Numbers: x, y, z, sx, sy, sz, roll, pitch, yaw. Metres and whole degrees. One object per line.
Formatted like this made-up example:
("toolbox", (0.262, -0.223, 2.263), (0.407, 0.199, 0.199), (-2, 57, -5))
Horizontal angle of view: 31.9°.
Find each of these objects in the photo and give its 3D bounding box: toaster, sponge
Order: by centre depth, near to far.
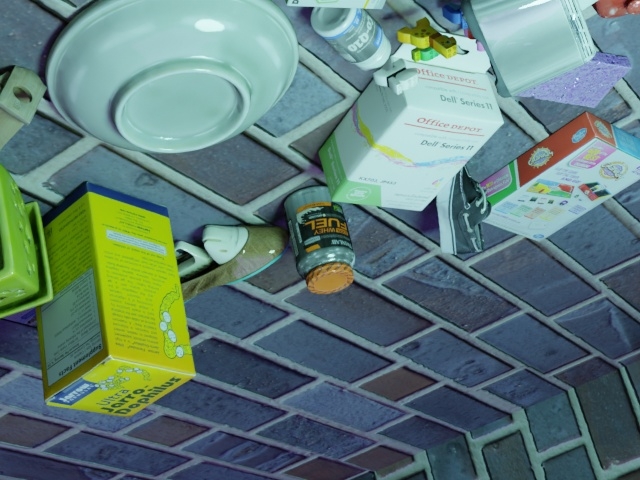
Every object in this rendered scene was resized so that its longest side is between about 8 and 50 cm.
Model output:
("toaster", (0.285, -0.299, 1.544), (0.146, 0.129, 0.227), (-20, 135, 16))
("sponge", (0.443, -0.295, 2.006), (0.210, 0.031, 0.117), (4, 146, -28))

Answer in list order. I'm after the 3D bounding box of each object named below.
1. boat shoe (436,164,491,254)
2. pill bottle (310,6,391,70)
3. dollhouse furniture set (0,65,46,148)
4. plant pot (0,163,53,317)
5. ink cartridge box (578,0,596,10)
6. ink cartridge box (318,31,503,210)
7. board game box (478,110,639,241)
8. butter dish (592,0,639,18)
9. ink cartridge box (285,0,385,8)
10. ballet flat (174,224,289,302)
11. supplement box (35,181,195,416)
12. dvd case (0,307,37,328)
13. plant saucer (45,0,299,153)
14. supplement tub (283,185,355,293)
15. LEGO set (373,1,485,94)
("boat shoe", (0.283, -0.073, 2.191), (0.102, 0.108, 0.301), (5, 141, 13))
("pill bottle", (0.051, -0.322, 1.738), (0.078, 0.078, 0.137), (-26, 149, 21))
("dollhouse furniture set", (-0.541, -0.206, 1.706), (0.161, 0.101, 0.182), (36, 128, -24))
("plant pot", (-0.593, 0.023, 1.923), (0.227, 0.228, 0.207), (-19, 158, 8))
("ink cartridge box", (0.373, -0.427, 1.622), (0.208, 0.153, 0.087), (-33, 144, 28))
("ink cartridge box", (0.171, -0.201, 1.960), (0.207, 0.119, 0.353), (5, 146, -28))
("board game box", (0.493, -0.122, 2.297), (0.242, 0.064, 0.316), (17, 139, -43))
("butter dish", (0.476, -0.403, 1.743), (0.160, 0.118, 0.160), (-21, 150, 10))
("ink cartridge box", (0.005, -0.394, 1.609), (0.209, 0.062, 0.109), (-2, 149, -21))
("ballet flat", (-0.230, 0.036, 2.238), (0.342, 0.116, 0.124), (-23, 131, 24))
("supplement box", (-0.381, 0.109, 2.019), (0.194, 0.356, 0.195), (-34, 145, 32))
("dvd case", (-0.581, 0.122, 2.299), (0.180, 0.022, 0.253), (-31, 147, 29))
("plant saucer", (-0.222, -0.236, 1.750), (0.400, 0.100, 0.400), (-11, 151, -6))
("supplement tub", (0.000, 0.000, 2.164), (0.117, 0.190, 0.117), (-11, 151, -6))
("LEGO set", (0.198, -0.306, 1.751), (0.227, 0.093, 0.087), (-30, 139, -17))
